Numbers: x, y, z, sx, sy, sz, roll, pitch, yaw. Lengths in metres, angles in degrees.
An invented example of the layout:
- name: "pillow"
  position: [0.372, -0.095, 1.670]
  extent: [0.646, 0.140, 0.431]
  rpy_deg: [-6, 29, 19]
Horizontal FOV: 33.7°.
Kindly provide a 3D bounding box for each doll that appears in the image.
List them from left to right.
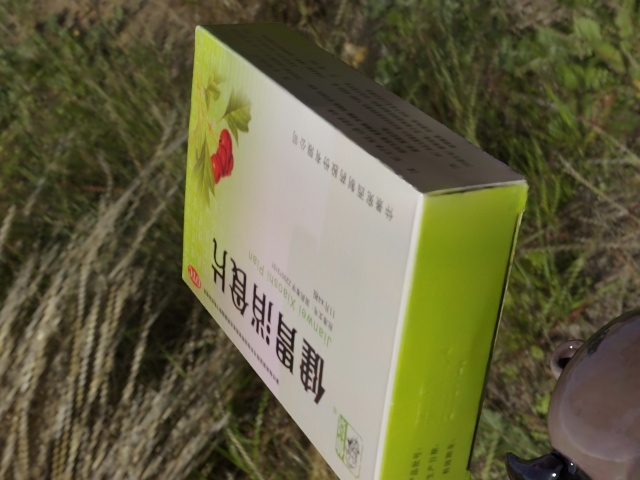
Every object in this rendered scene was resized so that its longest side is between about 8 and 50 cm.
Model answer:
- name: "doll"
  position: [0.227, 0.124, 0.604]
  extent: [0.182, 0.117, 0.257]
  rpy_deg: [-44, 33, -9]

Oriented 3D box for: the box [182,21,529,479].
- name: "box"
  position: [-0.001, -0.001, 0.580]
  extent: [0.062, 0.175, 0.260]
  rpy_deg: [-8, 29, -28]
